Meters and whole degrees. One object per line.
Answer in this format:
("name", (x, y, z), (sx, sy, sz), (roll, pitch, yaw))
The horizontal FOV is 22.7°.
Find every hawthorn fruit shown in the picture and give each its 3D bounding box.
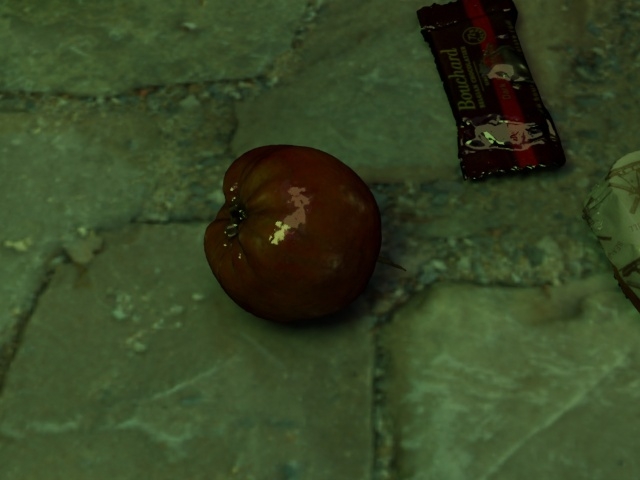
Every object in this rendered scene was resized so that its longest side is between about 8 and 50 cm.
("hawthorn fruit", (-0.011, -0.007, 1.086), (0.140, 0.125, 0.125), (2, 55, 3))

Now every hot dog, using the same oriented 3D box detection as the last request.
("hot dog", (0.256, 0.018, 1.114), (0.099, 0.053, 0.192), (-24, 62, -15))

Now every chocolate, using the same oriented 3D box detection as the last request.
("chocolate", (0.129, -0.122, 1.223), (0.086, 0.028, 0.182), (-8, 57, -3))
